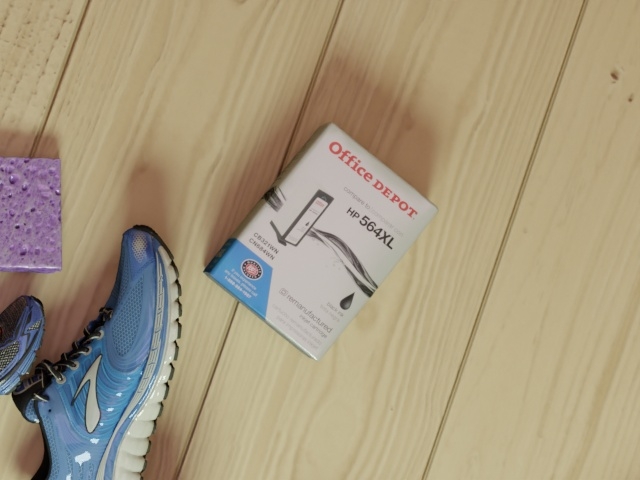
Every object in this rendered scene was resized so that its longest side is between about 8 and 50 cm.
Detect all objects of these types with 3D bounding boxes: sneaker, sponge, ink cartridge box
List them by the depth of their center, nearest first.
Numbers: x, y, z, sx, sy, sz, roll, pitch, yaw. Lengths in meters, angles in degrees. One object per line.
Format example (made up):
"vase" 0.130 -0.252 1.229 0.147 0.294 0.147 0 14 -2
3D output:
"sneaker" -0.365 0.131 1.774 0.221 0.083 0.087 -43 120 -8
"sneaker" -0.228 0.141 1.781 0.147 0.130 0.330 16 87 -9
"sponge" -0.365 -0.029 1.798 0.210 0.031 0.117 2 79 -13
"ink cartridge box" 0.000 0.000 1.835 0.148 0.086 0.203 38 85 -5
